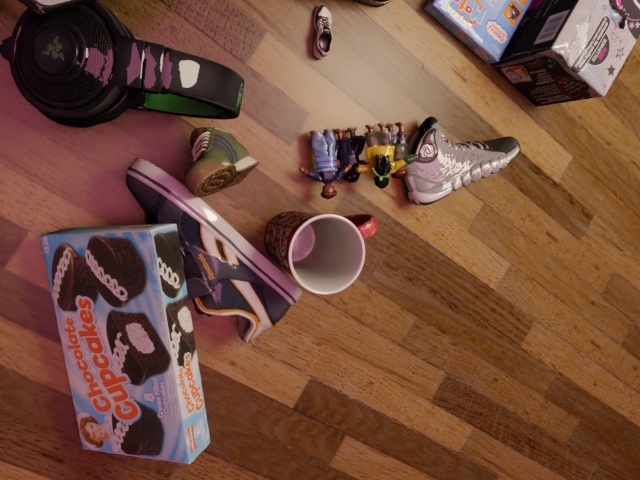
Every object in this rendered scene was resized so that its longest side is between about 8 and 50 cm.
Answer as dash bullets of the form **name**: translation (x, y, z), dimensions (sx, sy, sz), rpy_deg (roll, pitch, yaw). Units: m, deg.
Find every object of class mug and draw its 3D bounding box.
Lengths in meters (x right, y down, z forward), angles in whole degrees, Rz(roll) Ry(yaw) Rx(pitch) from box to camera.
- **mug**: translation (-0.003, 0.010, 0.832), dimensions (0.151, 0.169, 0.113), rpy_deg (2, 97, -22)

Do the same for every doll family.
- **doll family**: translation (0.063, -0.128, 0.882), dimensions (0.193, 0.076, 0.111), rpy_deg (-5, 99, 5)

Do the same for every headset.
- **headset**: translation (-0.285, -0.230, 0.646), dimensions (0.395, 0.243, 0.185), rpy_deg (5, 96, -23)

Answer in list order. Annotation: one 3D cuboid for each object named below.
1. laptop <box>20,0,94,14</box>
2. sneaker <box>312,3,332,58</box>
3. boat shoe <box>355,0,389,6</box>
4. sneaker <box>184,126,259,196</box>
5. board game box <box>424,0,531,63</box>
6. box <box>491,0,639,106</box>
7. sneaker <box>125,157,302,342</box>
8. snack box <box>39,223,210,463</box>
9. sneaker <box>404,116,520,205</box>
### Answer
- **laptop**: translation (-0.272, -0.486, 0.558), dimensions (0.382, 0.408, 0.236), rpy_deg (38, 128, -6)
- **sneaker**: translation (0.008, -0.328, 0.856), dimensions (0.032, 0.037, 0.083), rpy_deg (-2, 97, -19)
- **boat shoe**: translation (-0.001, -0.427, 0.801), dimensions (0.308, 0.104, 0.110), rpy_deg (-1, 98, -21)
- **sneaker**: translation (-0.155, -0.116, 0.759), dimensions (0.064, 0.192, 0.086), rpy_deg (-42, 91, 18)
- **board game box**: translation (0.294, -0.443, 0.947), dimensions (0.160, 0.039, 0.211), rpy_deg (31, 86, -22)
- **box**: translation (0.451, -0.378, 0.949), dimensions (0.142, 0.163, 0.247), rpy_deg (31, 87, -21)
- **sneaker**: translation (-0.173, 0.027, 0.793), dimensions (0.321, 0.126, 0.127), rpy_deg (44, 77, -22)
- **snack box**: translation (-0.267, 0.140, 0.755), dimensions (0.187, 0.060, 0.321), rpy_deg (-2, 102, 22)
- **sneaker**: translation (0.236, -0.163, 0.944), dimensions (0.229, 0.086, 0.132), rpy_deg (-28, 105, -14)
